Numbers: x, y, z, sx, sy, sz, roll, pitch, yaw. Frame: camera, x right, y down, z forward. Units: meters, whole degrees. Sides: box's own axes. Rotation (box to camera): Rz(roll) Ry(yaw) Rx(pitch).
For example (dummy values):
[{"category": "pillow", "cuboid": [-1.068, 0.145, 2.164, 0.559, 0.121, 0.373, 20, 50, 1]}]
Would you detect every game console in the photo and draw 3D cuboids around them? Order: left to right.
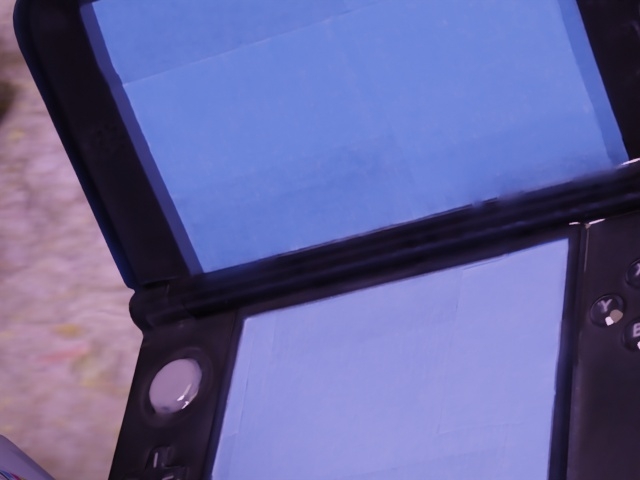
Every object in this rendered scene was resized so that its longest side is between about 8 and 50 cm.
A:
[{"category": "game console", "cuboid": [0.000, 0.000, 0.744, 0.293, 0.173, 0.250, -15, 46, 31]}]

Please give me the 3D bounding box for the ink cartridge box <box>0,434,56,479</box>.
[{"category": "ink cartridge box", "cuboid": [-0.150, 0.171, 0.681, 0.232, 0.168, 0.171, 31, 84, 37]}]
